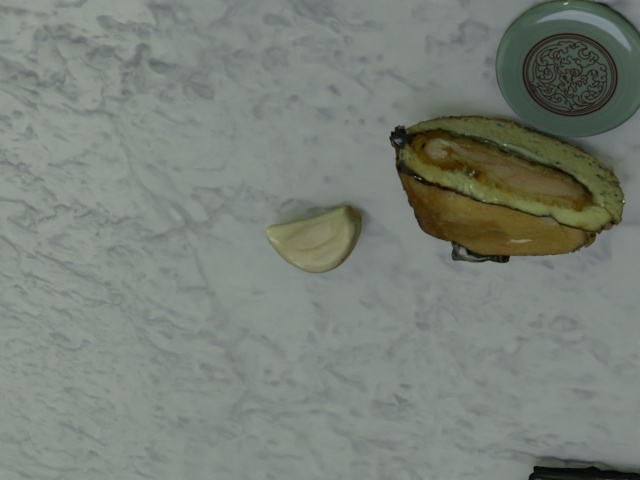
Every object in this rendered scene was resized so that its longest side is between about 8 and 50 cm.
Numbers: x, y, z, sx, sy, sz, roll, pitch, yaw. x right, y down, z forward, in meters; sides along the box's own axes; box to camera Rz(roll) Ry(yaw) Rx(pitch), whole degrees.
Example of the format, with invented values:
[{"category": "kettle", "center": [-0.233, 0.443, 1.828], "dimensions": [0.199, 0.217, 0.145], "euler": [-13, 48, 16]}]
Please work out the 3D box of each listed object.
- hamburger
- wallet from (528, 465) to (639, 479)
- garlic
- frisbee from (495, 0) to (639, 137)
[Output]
[{"category": "hamburger", "center": [0.130, -0.033, 0.930], "dimensions": [0.176, 0.087, 0.102], "euler": [13, 150, -1]}, {"category": "wallet", "center": [0.337, 0.266, 1.124], "dimensions": [0.285, 0.030, 0.146], "euler": [0, 125, 22]}, {"category": "garlic", "center": [0.000, 0.000, 1.039], "dimensions": [0.083, 0.041, 0.053], "euler": [-19, 106, 25]}, {"category": "frisbee", "center": [0.177, -0.119, 0.877], "dimensions": [0.110, 0.014, 0.110], "euler": [12, 131, 14]}]
